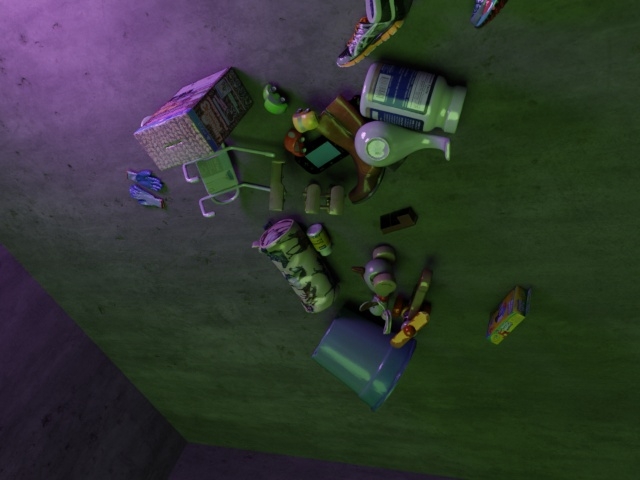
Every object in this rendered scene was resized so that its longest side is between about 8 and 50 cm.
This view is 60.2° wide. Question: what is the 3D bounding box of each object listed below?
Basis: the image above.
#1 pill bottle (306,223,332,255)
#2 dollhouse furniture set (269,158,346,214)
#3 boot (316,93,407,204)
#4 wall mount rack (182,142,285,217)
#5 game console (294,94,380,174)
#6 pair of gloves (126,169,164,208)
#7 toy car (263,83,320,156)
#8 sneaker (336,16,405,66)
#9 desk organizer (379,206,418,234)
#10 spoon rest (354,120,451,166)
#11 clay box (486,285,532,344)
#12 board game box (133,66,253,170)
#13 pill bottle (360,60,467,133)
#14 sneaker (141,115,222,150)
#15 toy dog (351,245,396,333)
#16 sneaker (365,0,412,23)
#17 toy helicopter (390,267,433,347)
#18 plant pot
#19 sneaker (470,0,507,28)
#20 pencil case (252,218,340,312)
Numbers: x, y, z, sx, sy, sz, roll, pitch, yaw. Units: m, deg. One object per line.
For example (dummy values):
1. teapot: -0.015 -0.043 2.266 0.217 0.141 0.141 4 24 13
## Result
1. pill bottle: 0.000 0.000 2.056 0.065 0.065 0.116 -9 128 31
2. dollhouse furniture set: -0.039 -0.173 1.788 0.242 0.212 0.161 3 95 -3
3. boot: 0.083 -0.265 1.673 0.280 0.096 0.264 35 136 -10
4. wall mount rack: -0.297 -0.218 1.914 0.304 0.130 0.350 -21 147 -7
5. game console: 0.073 -0.300 1.743 0.361 0.044 0.213 -26 117 41
6. pair of gloves: -0.700 -0.210 2.211 0.159 0.023 0.198 19 138 4
7. toy car: -0.110 -0.378 1.689 0.225 0.053 0.239 51 157 4
8. sneaker: 0.119 -0.543 1.460 0.215 0.084 0.083 -33 113 32
9. desk organizer: 0.261 -0.068 1.881 0.130 0.047 0.050 -17 120 36
10. spoon rest: 0.232 -0.269 1.559 0.276 0.084 0.137 6 121 18
11. clay box: 0.666 0.256 1.948 0.053 0.127 0.222 24 137 3
12. board game box: -0.383 -0.376 1.700 0.232 0.291 0.141 -10 127 33
13. pill bottle: 0.252 -0.382 1.496 0.265 0.153 0.153 17 137 10
14. sneaker: -0.479 -0.347 1.929 0.296 0.104 0.147 17 172 -19
15. toy dog: 0.187 0.174 2.052 0.161 0.220 0.333 3 120 1
16. sneaker: 0.169 -0.646 1.345 0.121 0.079 0.216 -10 107 -18
17. toy helicopter: 0.341 0.243 2.009 0.140 0.235 0.355 18 136 8
18. plant pot: 0.164 0.463 2.265 0.334 0.341 0.341 32 138 4
19. sneaker: 0.388 -0.623 1.258 0.125 0.104 0.262 33 136 18
20. pencil case: -0.081 0.106 2.125 0.184 0.160 0.410 -22 122 19
